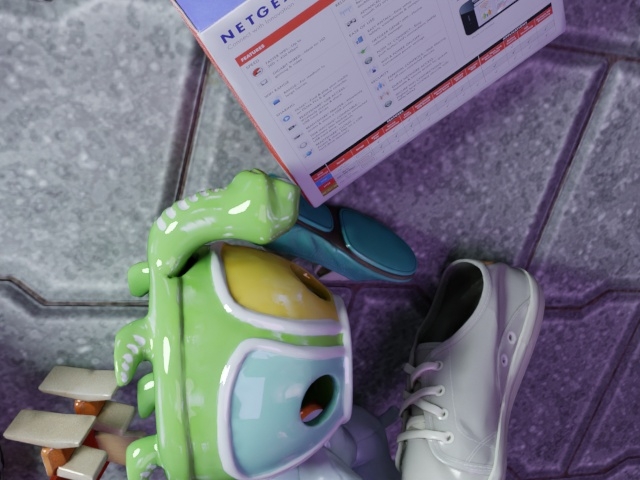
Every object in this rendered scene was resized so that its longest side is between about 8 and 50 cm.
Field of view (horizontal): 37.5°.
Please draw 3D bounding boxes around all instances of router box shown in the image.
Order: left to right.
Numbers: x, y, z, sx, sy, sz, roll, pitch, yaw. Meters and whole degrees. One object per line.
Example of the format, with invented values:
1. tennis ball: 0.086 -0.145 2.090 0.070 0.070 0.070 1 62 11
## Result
1. router box: 0.064 -0.220 0.895 0.335 0.082 0.301 -35 147 -1

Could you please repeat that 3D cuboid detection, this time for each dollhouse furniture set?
1. dollhouse furniture set: -0.295 0.306 1.042 0.135 0.259 0.262 4 124 15

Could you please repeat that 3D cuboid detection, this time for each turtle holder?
1. turtle holder: -0.088 0.096 0.981 0.227 0.243 0.320 -3 88 -6

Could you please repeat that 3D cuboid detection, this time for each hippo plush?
1. hippo plush: -0.022 0.286 1.187 0.234 0.294 0.236 -29 158 19

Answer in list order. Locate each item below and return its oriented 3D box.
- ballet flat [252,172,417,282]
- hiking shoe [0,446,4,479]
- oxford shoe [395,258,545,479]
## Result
1. ballet flat: 0.000 0.000 1.079 0.247 0.083 0.087 25 132 -35
2. hiking shoe: -0.395 0.311 1.050 0.113 0.132 0.304 -17 126 -14
3. oxford shoe: 0.148 0.210 1.128 0.130 0.169 0.449 32 62 -21
